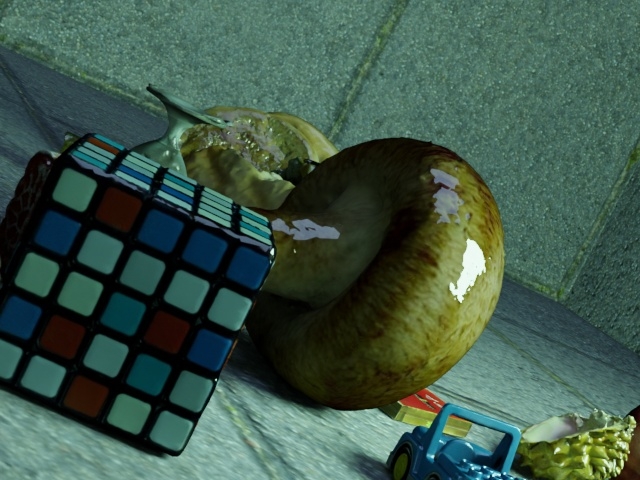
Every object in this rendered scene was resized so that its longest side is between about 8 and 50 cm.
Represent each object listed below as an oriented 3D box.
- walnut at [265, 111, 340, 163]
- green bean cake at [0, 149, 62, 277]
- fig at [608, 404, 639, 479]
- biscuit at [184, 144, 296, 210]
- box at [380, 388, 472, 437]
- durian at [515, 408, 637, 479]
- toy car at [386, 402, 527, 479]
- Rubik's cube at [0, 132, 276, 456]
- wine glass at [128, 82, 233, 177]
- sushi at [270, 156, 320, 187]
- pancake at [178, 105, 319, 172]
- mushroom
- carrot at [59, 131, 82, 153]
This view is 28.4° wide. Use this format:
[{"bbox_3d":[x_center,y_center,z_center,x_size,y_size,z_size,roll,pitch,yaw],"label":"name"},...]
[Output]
[{"bbox_3d":[-0.074,-0.092,2.089,0.257,0.257,0.224,29,26,19],"label":"walnut"},{"bbox_3d":[-0.240,-0.004,1.182,0.136,0.135,0.056,31,8,34],"label":"green bean cake"},{"bbox_3d":[0.462,0.285,1.489,0.204,0.186,0.249,43,-4,-20],"label":"fig"},{"bbox_3d":[-0.115,-0.025,1.630,0.274,0.213,0.091,41,-22,48],"label":"biscuit"},{"bbox_3d":[0.108,0.195,1.508,0.133,0.023,0.090,21,11,-41],"label":"box"},{"bbox_3d":[0.299,0.253,1.528,0.224,0.140,0.078,137,-67,-87],"label":"durian"},{"bbox_3d":[0.138,0.211,1.160,0.097,0.100,0.191,21,4,-17],"label":"toy car"},{"bbox_3d":[-0.153,0.037,1.013,0.184,0.182,0.187,27,6,-7],"label":"Rubik's cube"},{"bbox_3d":[-0.190,-0.054,1.384,0.103,0.222,0.103,27,8,-4],"label":"wine glass"},{"bbox_3d":[-0.003,0.007,1.785,0.204,0.200,0.213,24,-12,-30],"label":"sushi"},{"bbox_3d":[-0.136,-0.099,1.939,0.282,0.282,0.049,28,-34,11],"label":"pancake"},{"bbox_3d":[0.003,0.009,1.361,0.356,0.334,0.331,37,6,-8],"label":"mushroom"},{"bbox_3d":[-0.308,-0.087,1.798,0.173,0.082,0.082,26,6,10],"label":"carrot"}]
